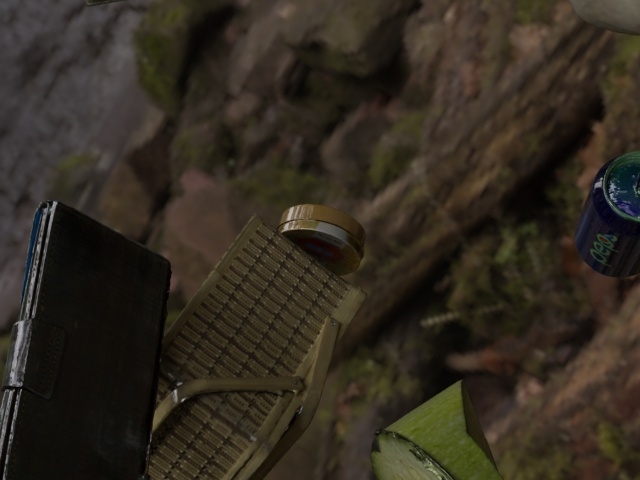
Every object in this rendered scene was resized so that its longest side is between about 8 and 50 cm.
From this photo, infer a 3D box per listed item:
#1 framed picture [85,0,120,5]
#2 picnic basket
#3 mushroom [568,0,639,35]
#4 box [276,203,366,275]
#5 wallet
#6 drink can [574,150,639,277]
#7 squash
[{"bbox_3d":[-0.179,-0.367,1.635,0.010,0.173,0.231,-73,-25,-79],"label":"framed picture"},{"bbox_3d":[-0.102,0.160,1.737,0.228,0.175,0.313,-52,3,38],"label":"picnic basket"},{"bbox_3d":[0.408,-0.359,1.548,0.353,0.325,0.353,3,-90,-80],"label":"mushroom"},{"bbox_3d":[0.000,0.000,1.830,0.105,0.105,0.037,-38,31,55],"label":"box"},{"bbox_3d":[-0.220,0.131,1.485,0.044,0.169,0.317,-20,55,39],"label":"wallet"},{"bbox_3d":[0.394,-0.033,2.043,0.205,0.118,0.118,84,-153,-71],"label":"drink can"},{"bbox_3d":[0.158,0.261,1.636,0.133,0.220,0.220,-27,10,-14],"label":"squash"}]
